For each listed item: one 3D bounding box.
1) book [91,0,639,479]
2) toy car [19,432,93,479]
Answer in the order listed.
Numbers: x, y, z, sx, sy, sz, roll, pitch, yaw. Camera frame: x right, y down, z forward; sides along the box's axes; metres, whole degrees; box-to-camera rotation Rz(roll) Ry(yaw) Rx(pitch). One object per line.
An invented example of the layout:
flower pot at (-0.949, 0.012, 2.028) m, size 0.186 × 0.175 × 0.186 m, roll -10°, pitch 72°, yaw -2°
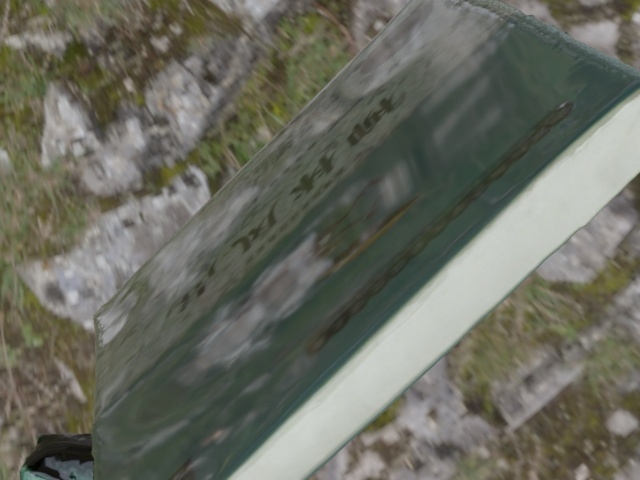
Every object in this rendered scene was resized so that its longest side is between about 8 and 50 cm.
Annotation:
book at (0.000, 0.000, 0.747) m, size 0.264 × 0.379 × 0.031 m, roll -45°, pitch 104°, yaw 4°
toy car at (-0.071, 0.252, 0.901) m, size 0.141 × 0.097 × 0.320 m, roll -2°, pitch 108°, yaw 16°
